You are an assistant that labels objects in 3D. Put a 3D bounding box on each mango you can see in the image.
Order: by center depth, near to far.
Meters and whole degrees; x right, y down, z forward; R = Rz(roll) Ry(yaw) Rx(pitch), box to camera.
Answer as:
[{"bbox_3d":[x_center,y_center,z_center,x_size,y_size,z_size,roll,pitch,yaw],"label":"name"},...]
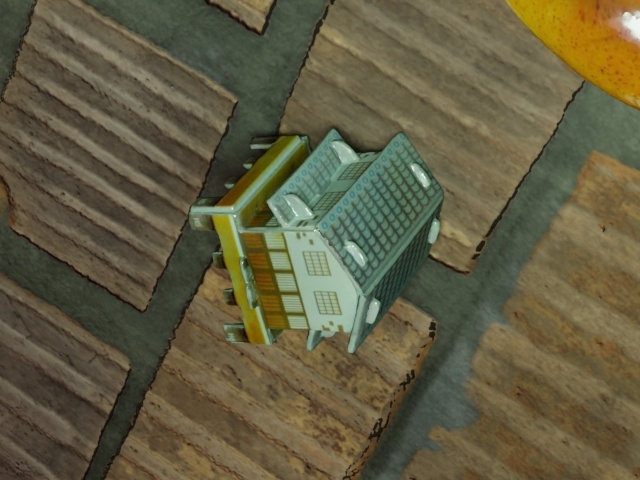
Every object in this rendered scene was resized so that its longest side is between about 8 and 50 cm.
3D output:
[{"bbox_3d":[0.292,-0.256,1.820,0.350,0.199,0.201,38,102,18],"label":"mango"}]

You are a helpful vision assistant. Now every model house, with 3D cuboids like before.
[{"bbox_3d":[0.000,0.000,2.105,0.215,0.224,0.198,-1,119,30],"label":"model house"}]
